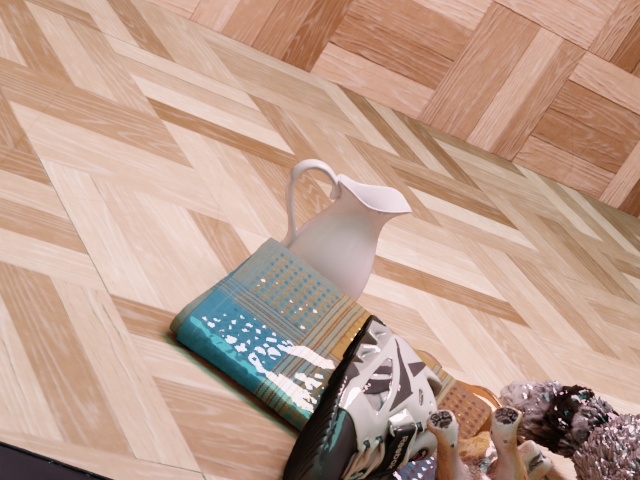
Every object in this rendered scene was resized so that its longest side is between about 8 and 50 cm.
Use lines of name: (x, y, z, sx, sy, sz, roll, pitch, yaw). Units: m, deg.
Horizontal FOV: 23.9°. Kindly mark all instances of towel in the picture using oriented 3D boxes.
towel: (0.019, 0.162, 1.872, 0.370, 0.040, 0.271, 38, 33, 9)

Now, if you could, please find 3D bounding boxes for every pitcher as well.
pitcher: (0.000, 0.000, 2.076, 0.177, 0.207, 0.125, 27, 18, -17)

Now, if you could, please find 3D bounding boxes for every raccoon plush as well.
raccoon plush: (0.360, 0.345, 1.954, 0.446, 0.216, 0.299, 10, 17, 36)

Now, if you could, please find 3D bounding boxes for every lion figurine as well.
lion figurine: (0.201, 0.334, 1.643, 0.142, 0.240, 0.392, -8, 38, 5)

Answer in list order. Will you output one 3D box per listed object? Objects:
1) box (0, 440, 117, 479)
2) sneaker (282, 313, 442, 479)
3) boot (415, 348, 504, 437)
box: (-0.192, 0.266, 1.136, 0.293, 0.073, 0.295, 19, 16, 4)
sneaker: (0.064, 0.209, 1.695, 0.146, 0.122, 0.330, 36, 33, 0)
boot: (0.145, 0.213, 1.999, 0.197, 0.073, 0.152, 35, 18, 30)
